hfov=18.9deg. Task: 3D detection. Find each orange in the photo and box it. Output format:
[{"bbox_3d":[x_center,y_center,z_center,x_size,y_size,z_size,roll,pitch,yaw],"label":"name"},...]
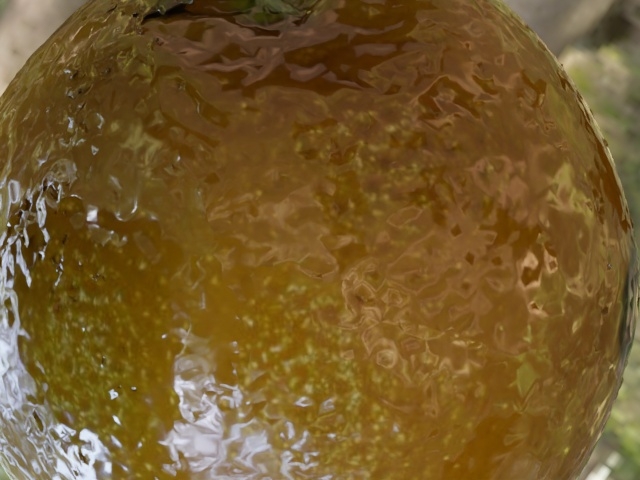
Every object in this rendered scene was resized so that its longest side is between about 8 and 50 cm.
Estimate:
[{"bbox_3d":[-0.012,0.014,0.743,0.274,0.274,0.274,28,-161,-11],"label":"orange"}]
